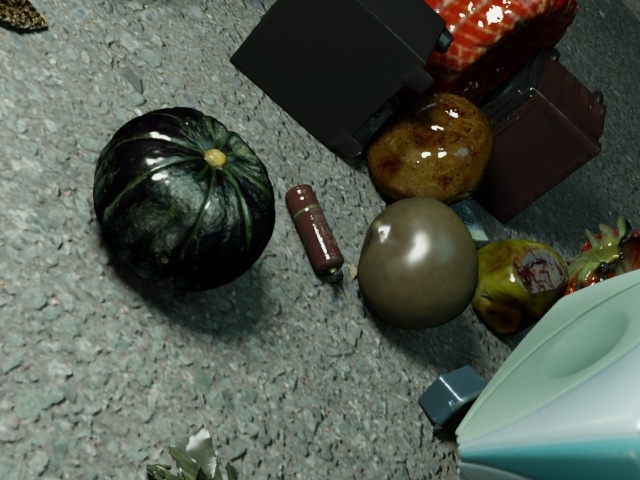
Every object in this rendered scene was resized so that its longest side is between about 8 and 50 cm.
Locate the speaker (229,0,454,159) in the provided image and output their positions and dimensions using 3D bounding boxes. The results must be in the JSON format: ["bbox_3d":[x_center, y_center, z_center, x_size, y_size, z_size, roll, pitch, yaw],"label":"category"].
[{"bbox_3d":[0.041,-0.303,1.568,0.254,0.232,0.184,40,37,-10],"label":"speaker"}]

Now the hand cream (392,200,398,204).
[{"bbox_3d":[0.159,-0.040,1.615,0.275,0.050,0.079,-30,105,-60],"label":"hand cream"}]

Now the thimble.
[{"bbox_3d":[0.267,-0.394,1.812,0.350,0.350,0.230,-13,67,-52],"label":"thimble"}]

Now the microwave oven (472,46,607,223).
[{"bbox_3d":[0.353,-0.190,1.791,0.188,0.247,0.178,41,38,-9],"label":"microwave oven"}]

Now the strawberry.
[{"bbox_3d":[0.508,0.131,1.778,0.233,0.138,0.306,-55,127,-36],"label":"strawberry"}]

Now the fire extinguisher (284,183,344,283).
[{"bbox_3d":[0.000,0.000,1.399,0.078,0.045,0.157,31,31,-60],"label":"fire extinguisher"}]

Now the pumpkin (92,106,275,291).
[{"bbox_3d":[-0.156,-0.047,1.171,0.220,0.162,0.220,25,40,-22],"label":"pumpkin"}]

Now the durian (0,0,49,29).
[{"bbox_3d":[-0.398,-0.298,1.270,0.130,0.052,0.066,33,-1,-26],"label":"durian"}]

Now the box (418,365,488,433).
[{"bbox_3d":[0.181,0.211,1.369,0.099,0.074,0.054,-7,48,-50],"label":"box"}]

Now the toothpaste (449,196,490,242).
[{"bbox_3d":[0.212,-0.095,1.694,0.069,0.047,0.268,40,26,-41],"label":"toothpaste"}]

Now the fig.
[{"bbox_3d":[0.299,0.066,1.596,0.144,0.154,0.165,6,20,-26],"label":"fig"}]

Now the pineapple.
[{"bbox_3d":[-0.042,0.288,1.013,0.277,0.119,0.130,30,57,-22],"label":"pineapple"}]

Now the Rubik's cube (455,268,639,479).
[{"bbox_3d":[0.428,0.257,1.259,0.347,0.351,0.352,-45,104,-33],"label":"Rubik's cube"}]

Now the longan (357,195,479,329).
[{"bbox_3d":[0.134,0.034,1.405,0.189,0.189,0.189,29,39,-26],"label":"longan"}]

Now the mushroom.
[{"bbox_3d":[0.176,-0.151,1.604,0.194,0.138,0.231,16,40,0],"label":"mushroom"}]
